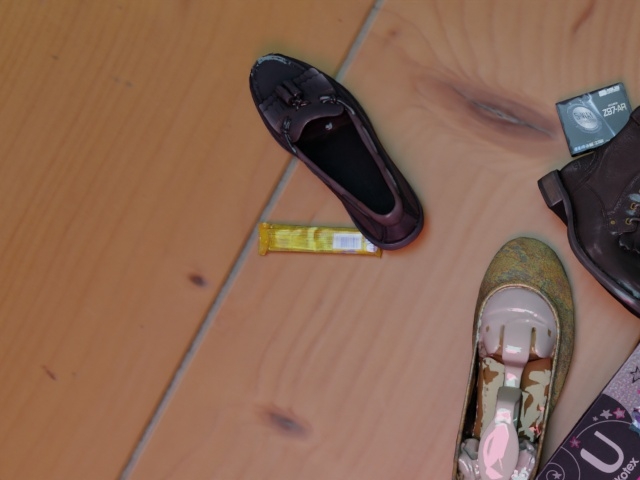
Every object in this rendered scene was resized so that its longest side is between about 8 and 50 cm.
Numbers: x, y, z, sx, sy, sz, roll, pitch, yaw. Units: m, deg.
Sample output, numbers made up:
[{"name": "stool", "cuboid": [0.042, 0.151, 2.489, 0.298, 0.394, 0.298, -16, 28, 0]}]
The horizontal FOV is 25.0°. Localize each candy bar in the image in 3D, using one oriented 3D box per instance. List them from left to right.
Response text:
[{"name": "candy bar", "cuboid": [0.000, 0.000, 1.761, 0.161, 0.018, 0.040, 2, 85, 13]}]

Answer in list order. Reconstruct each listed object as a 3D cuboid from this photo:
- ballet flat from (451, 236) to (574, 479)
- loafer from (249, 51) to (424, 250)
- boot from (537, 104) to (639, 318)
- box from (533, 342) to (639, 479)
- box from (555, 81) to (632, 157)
[{"name": "ballet flat", "cuboid": [0.216, 0.163, 1.636, 0.123, 0.123, 0.349, 9, 84, 14]}, {"name": "loafer", "cuboid": [0.016, -0.122, 1.728, 0.109, 0.095, 0.302, -39, 72, 0]}, {"name": "boot", "cuboid": [0.375, -0.060, 1.590, 0.229, 0.091, 0.263, -37, 48, 14]}, {"name": "box", "cuboid": [0.333, 0.232, 1.534, 0.142, 0.163, 0.247, 36, 69, 15]}, {"name": "box", "cuboid": [0.327, -0.143, 1.705, 0.083, 0.018, 0.067, -17, 79, 10]}]
